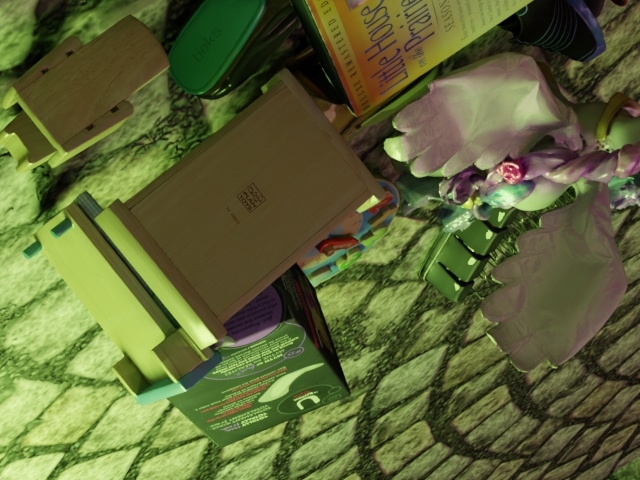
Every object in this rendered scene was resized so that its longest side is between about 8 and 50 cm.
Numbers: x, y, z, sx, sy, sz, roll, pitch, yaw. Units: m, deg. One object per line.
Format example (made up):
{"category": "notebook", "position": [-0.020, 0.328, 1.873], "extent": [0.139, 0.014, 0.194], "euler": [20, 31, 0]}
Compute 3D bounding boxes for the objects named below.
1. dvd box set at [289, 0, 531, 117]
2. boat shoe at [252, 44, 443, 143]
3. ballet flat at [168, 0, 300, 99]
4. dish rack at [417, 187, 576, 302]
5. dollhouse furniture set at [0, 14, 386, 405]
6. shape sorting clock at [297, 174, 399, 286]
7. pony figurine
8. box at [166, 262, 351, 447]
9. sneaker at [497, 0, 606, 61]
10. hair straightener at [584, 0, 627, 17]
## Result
{"category": "dvd box set", "position": [0.163, -0.278, 1.286], "extent": [0.420, 0.062, 0.307], "euler": [-34, 161, 0]}
{"category": "boat shoe", "position": [-0.017, -0.124, 1.569], "extent": [0.307, 0.111, 0.104], "euler": [-45, 156, -12]}
{"category": "ballet flat", "position": [-0.028, -0.228, 1.402], "extent": [0.280, 0.095, 0.096], "euler": [-43, 166, 36]}
{"category": "dish rack", "position": [0.270, -0.026, 2.139], "extent": [0.271, 0.074, 0.208], "euler": [-18, 150, -38]}
{"category": "dollhouse furniture set", "position": [-0.140, -0.037, 1.474], "extent": [0.198, 0.286, 0.303], "euler": [-40, -175, -25]}
{"category": "shape sorting clock", "position": [0.000, 0.000, 1.863], "extent": [0.206, 0.040, 0.206], "euler": [-30, 153, -17]}
{"category": "pony figurine", "position": [0.222, -0.075, 1.686], "extent": [0.351, 0.302, 0.363], "euler": [-31, -164, -20]}
{"category": "box", "position": [-0.088, 0.093, 1.749], "extent": [0.165, 0.143, 0.270], "euler": [-22, 155, 4]}
{"category": "sneaker", "position": [0.222, -0.234, 1.724], "extent": [0.090, 0.081, 0.232], "euler": [-37, 148, 6]}
{"category": "hair straightener", "position": [0.295, -0.314, 1.711], "extent": [0.089, 0.047, 0.230], "euler": [-26, 152, -24]}
